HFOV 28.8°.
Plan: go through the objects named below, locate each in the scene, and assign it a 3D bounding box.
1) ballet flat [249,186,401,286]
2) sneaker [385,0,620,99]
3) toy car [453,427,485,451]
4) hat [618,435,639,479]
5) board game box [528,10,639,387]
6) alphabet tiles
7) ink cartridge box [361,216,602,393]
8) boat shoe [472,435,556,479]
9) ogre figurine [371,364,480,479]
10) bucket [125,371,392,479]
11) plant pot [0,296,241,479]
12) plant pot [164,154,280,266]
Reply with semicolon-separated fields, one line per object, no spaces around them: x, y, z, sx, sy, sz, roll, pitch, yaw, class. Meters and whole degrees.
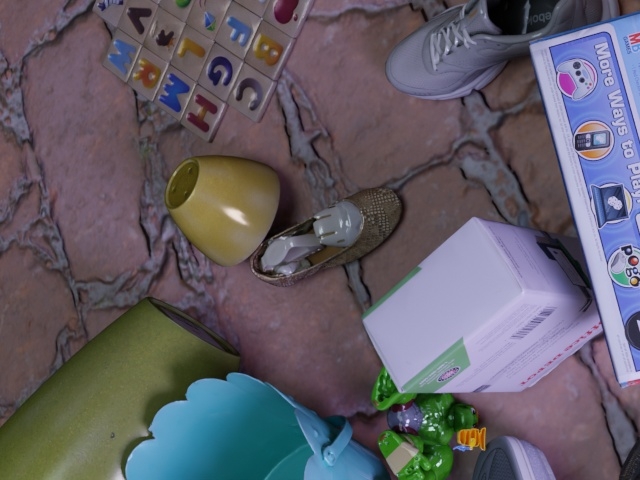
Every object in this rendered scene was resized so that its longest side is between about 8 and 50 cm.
0.000;0.000;1.420;0.206;0.067;0.073;-32;69;31;ballet flat
0.164;-0.218;1.277;0.262;0.121;0.099;-17;77;35;sneaker
0.132;0.245;1.274;0.060;0.040;0.122;-166;84;-71;toy car
0.355;0.260;1.064;0.331;0.134;0.331;-17;66;45;hat
0.363;-0.059;1.062;0.302;0.086;0.308;-14;82;10;board game box
-0.158;-0.302;1.587;0.342;0.011;0.285;36;108;32;alphabet tiles
0.172;0.069;1.198;0.160;0.219;0.092;-43;61;26;ink cartridge box
0.235;0.346;1.221;0.118;0.103;0.320;-48;54;52;boat shoe
0.104;0.183;1.304;0.097;0.118;0.197;-23;76;29;ogre figurine
-0.064;0.291;1.314;0.281;0.183;0.281;-23;51;32;bucket
-0.231;0.224;1.483;0.275;0.275;0.293;32;91;33;plant pot
-0.127;-0.048;1.470;0.134;0.095;0.134;-31;45;38;plant pot
